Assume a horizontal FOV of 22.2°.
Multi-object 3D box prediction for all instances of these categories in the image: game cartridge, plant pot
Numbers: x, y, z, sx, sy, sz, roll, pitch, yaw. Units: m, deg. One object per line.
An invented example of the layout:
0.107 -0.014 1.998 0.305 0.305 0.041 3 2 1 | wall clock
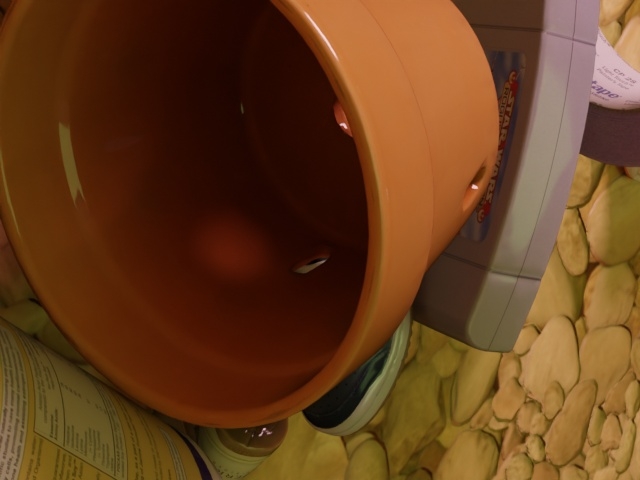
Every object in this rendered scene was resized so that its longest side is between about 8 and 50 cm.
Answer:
0.126 -0.073 1.248 0.062 0.198 0.297 11 94 -20 | game cartridge
-0.029 -0.059 0.980 0.203 0.291 0.291 -27 120 -50 | plant pot

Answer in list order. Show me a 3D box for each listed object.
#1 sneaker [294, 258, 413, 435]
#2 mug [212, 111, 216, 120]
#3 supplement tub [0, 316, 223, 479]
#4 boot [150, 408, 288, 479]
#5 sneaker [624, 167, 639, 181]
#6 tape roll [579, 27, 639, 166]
0.000 0.000 1.214 0.153 0.099 0.282 16 86 -49 | sneaker
-0.114 -0.084 1.107 0.064 0.062 0.078 -26 115 -28 | mug
-0.227 0.157 0.933 0.331 0.241 0.241 41 73 -43 | supplement tub
-0.090 0.106 1.159 0.077 0.213 0.165 15 131 -23 | boot
0.409 -0.116 1.572 0.262 0.121 0.099 -32 124 -34 | sneaker
0.252 -0.200 1.279 0.090 0.274 0.275 -21 116 -40 | tape roll
